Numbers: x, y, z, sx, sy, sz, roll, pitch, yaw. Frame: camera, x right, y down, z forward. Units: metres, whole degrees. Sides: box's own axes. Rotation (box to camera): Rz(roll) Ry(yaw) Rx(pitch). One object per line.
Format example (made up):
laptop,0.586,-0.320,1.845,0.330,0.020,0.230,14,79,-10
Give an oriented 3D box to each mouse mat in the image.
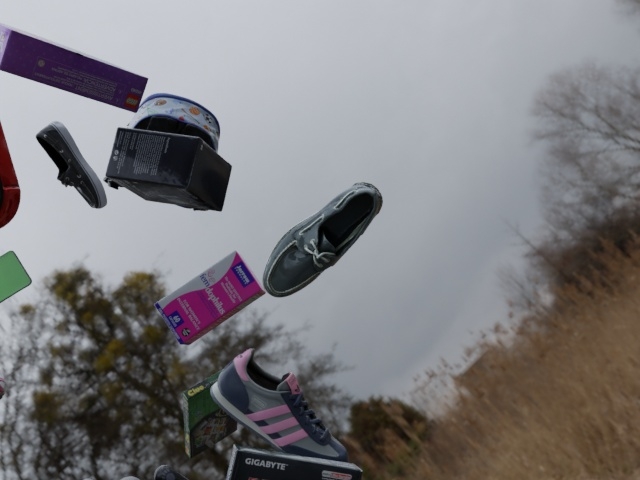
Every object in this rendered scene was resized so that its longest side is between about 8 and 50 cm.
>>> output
mouse mat,-0.909,0.121,2.314,0.190,0.152,0.007,-34,-34,-14

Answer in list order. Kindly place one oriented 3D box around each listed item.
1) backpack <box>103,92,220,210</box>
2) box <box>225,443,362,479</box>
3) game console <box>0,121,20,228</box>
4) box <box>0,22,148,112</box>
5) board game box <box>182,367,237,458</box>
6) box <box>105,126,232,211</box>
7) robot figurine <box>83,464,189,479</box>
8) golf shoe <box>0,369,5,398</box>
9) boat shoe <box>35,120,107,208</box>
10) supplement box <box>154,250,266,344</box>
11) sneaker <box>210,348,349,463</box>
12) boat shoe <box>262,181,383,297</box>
backpack,-0.371,-0.236,2.093,0.277,0.213,0.263,15,-42,-19
box,-0.055,0.444,1.383,0.051,0.220,0.175,175,108,-75
game console,-0.737,-0.151,1.461,0.387,0.341,0.060,-14,0,7
box,-0.406,-0.264,1.201,0.201,0.293,0.057,14,-81,-42
board game box,-0.249,0.393,1.906,0.136,0.030,0.259,-25,-35,-28
box,-0.259,-0.121,1.445,0.156,0.158,0.093,41,-121,-70
robot figurine,-0.300,0.509,1.403,0.209,0.278,0.173,-48,16,17
golf shoe,-0.564,0.234,1.369,0.186,0.068,0.085,-112,21,-76
boat shoe,-0.582,-0.164,1.939,0.080,0.228,0.076,-2,30,48
supplement box,-0.246,0.131,1.888,0.220,0.111,0.114,-34,-7,-4
sneaker,-0.060,0.342,1.669,0.131,0.319,0.112,-56,2,16
boat shoe,0.000,0.000,1.732,0.319,0.116,0.099,-42,5,3
